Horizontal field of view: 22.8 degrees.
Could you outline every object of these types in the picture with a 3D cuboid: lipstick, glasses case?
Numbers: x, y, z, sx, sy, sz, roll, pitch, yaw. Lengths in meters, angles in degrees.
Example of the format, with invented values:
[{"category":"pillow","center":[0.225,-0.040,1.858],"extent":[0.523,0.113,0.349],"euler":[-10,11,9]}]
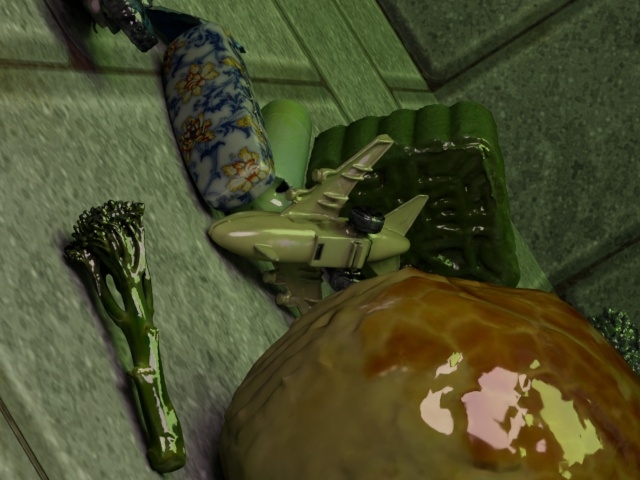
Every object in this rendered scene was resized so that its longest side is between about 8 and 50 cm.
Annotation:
[{"category":"lipstick","center":[-0.051,-0.085,1.753],"extent":[0.076,0.076,0.304],"euler":[54,15,-15]},{"category":"glasses case","center":[-0.108,-0.130,1.635],"extent":[0.065,0.087,0.248],"euler":[51,17,-47]}]

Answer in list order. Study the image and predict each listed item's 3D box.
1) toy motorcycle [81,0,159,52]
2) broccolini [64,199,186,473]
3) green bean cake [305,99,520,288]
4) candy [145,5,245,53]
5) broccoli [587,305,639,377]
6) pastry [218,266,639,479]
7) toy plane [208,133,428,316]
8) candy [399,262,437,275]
[{"category":"toy motorcycle","center":[-0.234,-0.293,1.526],"extent":[0.204,0.108,0.239],"euler":[54,-11,-32]},{"category":"broccolini","center":[-0.143,0.068,1.174],"extent":[0.058,0.067,0.216],"euler":[33,37,-53]},{"category":"green bean cake","center":[0.112,-0.026,1.834],"extent":[0.125,0.222,0.248],"euler":[-83,159,-57]},{"category":"candy","center":[-0.148,-0.234,1.764],"extent":[0.088,0.038,0.136],"euler":[16,-4,24]},{"category":"broccoli","center":[0.376,0.269,2.093],"extent":[0.338,0.277,0.317],"euler":[61,-8,-24]},{"category":"pastry","center":[0.116,0.193,1.240],"extent":[0.388,0.312,0.388],"euler":[54,10,-14]},{"category":"toy plane","center":[0.000,0.000,1.591],"extent":[0.244,0.229,0.092],"euler":[-1,26,-40]},{"category":"candy","center":[0.098,0.119,1.660],"extent":[0.116,0.155,0.265],"euler":[57,13,16]}]
